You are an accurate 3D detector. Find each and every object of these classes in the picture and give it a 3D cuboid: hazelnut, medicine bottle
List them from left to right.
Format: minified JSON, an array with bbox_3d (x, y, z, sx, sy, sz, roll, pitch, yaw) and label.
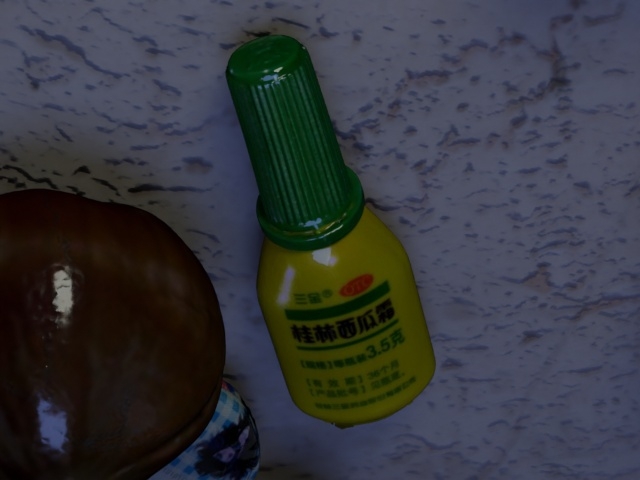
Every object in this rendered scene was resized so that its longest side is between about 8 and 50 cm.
[{"bbox_3d":[-0.179,0.085,0.938,0.230,0.229,0.229,-2,127,-3],"label":"hazelnut"},{"bbox_3d":[0.000,0.000,0.970,0.111,0.076,0.309,-17,125,0],"label":"medicine bottle"}]

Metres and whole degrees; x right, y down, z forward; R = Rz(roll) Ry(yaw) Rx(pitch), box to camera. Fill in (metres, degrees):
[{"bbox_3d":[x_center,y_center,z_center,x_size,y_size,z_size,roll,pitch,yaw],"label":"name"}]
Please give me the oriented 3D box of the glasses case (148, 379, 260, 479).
[{"bbox_3d":[-0.208,0.176,1.085,0.328,0.076,0.125,-13,125,5],"label":"glasses case"}]
